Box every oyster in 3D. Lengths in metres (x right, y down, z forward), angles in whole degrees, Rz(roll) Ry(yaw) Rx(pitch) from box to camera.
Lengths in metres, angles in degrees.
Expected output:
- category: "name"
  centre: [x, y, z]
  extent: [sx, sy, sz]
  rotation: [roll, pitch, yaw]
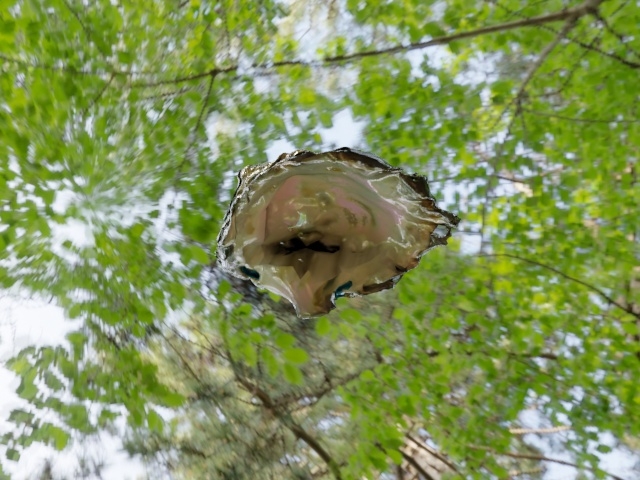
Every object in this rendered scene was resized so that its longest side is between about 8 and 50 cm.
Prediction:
- category: "oyster"
  centre: [0.002, -0.007, 0.956]
  extent: [0.198, 0.092, 0.260]
  rotation: [32, -51, -21]
